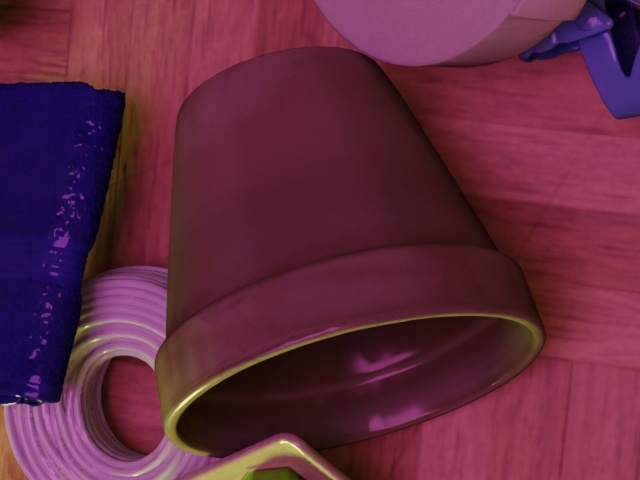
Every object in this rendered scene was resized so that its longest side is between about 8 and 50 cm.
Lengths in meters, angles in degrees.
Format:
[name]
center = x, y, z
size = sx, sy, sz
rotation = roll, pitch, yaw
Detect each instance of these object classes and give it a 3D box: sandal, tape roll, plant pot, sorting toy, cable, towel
[sandal]
center = 0.281, -0.155, 1.499
size = 0.317, 0.126, 0.138
rotation = 39, 109, 25
[tape roll]
center = 0.101, -0.332, 1.483
size = 0.392, 0.072, 0.392
rotation = 5, 96, 54
[plant pot]
center = 0.000, 0.000, 1.540
size = 0.323, 0.323, 0.280
rotation = -23, 67, 22
[sorting toy]
center = -0.054, 0.253, 1.621
size = 0.208, 0.193, 0.038
rotation = -22, 48, 24
[cable]
center = -0.173, 0.151, 1.708
size = 0.257, 0.089, 0.257
rotation = 37, 105, 17
[towel]
center = -0.298, 0.003, 1.709
size = 0.227, 0.076, 0.308
rotation = 4, 76, 31
